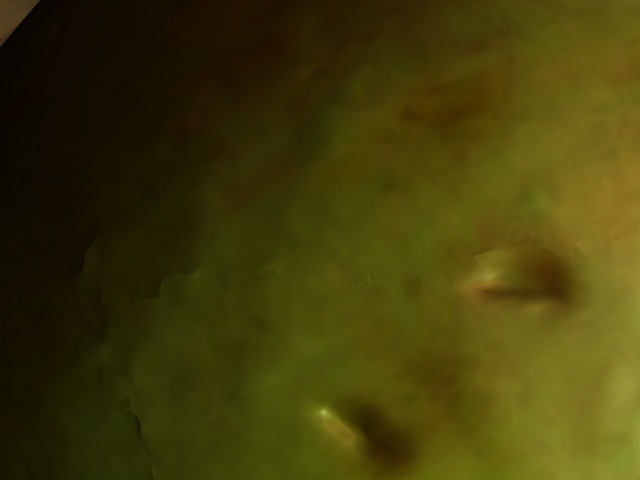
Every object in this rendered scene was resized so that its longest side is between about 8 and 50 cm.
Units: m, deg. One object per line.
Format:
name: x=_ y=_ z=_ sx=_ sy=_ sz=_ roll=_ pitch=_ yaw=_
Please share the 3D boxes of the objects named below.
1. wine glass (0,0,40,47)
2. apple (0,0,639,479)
wine glass: x=-0.117 y=-0.075 z=0.656 sx=0.111 sy=0.111 sz=0.204 roll=49 pitch=50 yaw=-9
apple: x=0.037 y=0.037 z=0.547 sx=0.305 sy=0.338 sz=0.338 roll=-24 pitch=84 yaw=-13
